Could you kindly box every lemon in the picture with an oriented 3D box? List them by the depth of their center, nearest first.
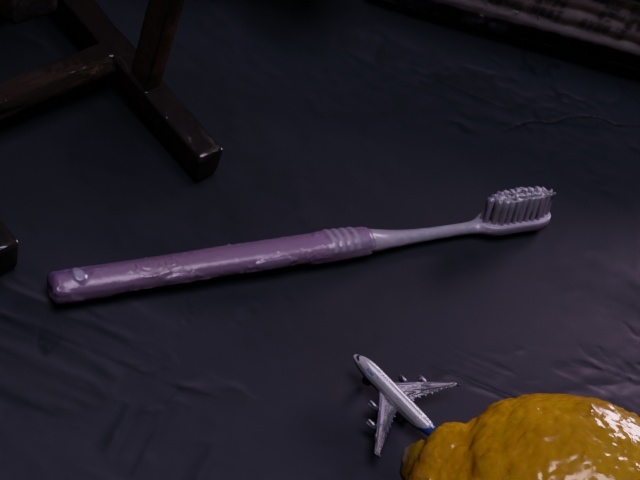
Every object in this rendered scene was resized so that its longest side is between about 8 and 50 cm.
[{"bbox_3d":[0.129,0.151,0.720,0.187,0.142,0.142,27,49,2],"label":"lemon"}]

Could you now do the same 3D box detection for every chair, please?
[{"bbox_3d":[-0.235,-0.223,0.844,0.203,0.240,0.416,-30,66,-31],"label":"chair"}]

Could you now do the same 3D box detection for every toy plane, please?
[{"bbox_3d":[0.050,0.099,0.814,0.084,0.024,0.078,37,51,22],"label":"toy plane"}]

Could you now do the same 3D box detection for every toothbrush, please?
[{"bbox_3d":[0.000,0.000,0.874,0.354,0.029,0.024,-9,42,-23],"label":"toothbrush"}]

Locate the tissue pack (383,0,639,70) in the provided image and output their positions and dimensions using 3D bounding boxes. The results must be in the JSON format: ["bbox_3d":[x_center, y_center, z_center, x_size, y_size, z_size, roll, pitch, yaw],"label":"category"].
[{"bbox_3d":[0.228,-0.263,1.105,0.361,0.122,0.259,14,48,-4],"label":"tissue pack"}]
